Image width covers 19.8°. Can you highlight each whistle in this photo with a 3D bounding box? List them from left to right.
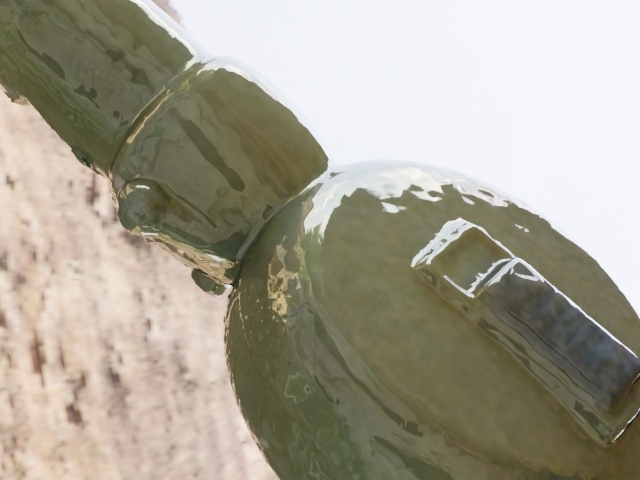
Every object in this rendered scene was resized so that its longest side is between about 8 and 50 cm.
[{"bbox_3d":[0.000,0.000,0.496,0.258,0.126,0.067,40,-55,9],"label":"whistle"}]
